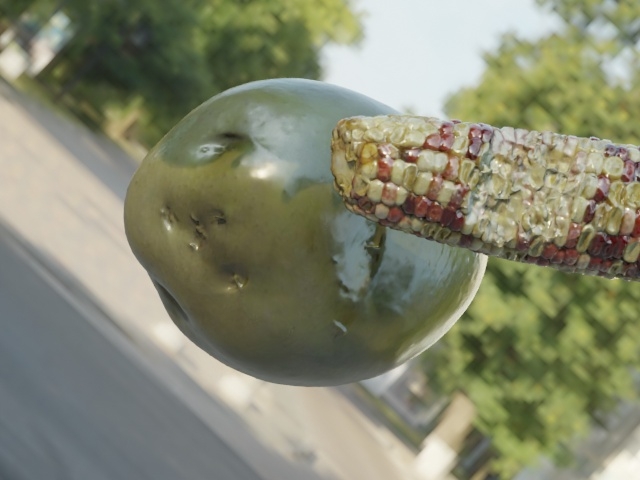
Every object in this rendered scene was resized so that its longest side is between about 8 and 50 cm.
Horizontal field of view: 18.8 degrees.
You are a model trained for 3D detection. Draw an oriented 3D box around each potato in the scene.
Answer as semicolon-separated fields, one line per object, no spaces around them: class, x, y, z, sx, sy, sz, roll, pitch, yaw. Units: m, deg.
potato;0.000;0.000;1.558;0.221;0.243;0.326;16;-4;39

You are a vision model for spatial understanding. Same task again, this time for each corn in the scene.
corn;0.147;-0.033;1.343;0.289;0.098;0.098;11;2;-4
